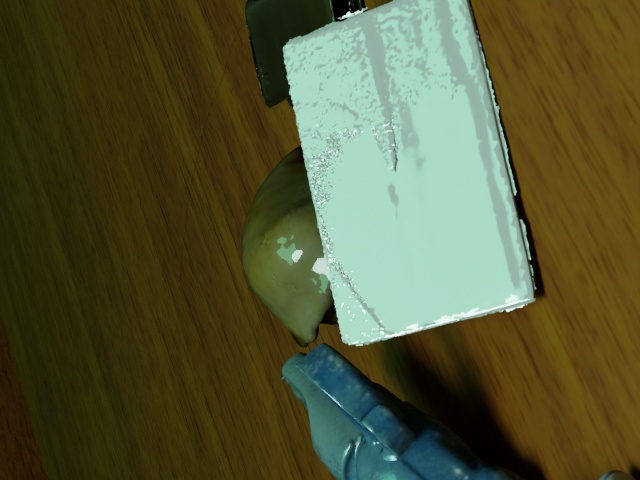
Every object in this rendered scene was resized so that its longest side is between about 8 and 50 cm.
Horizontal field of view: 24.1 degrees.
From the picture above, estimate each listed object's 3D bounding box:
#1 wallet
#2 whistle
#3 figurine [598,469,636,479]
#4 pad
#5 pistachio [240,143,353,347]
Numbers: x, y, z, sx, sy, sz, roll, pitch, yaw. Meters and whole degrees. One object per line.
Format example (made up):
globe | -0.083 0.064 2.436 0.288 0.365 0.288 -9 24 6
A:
wallet | -0.015 -0.176 1.248 0.198 0.031 0.110 165 93 -69
whistle | 0.060 0.159 1.092 0.269 0.093 0.180 39 173 43
figurine | 0.141 0.233 0.892 0.208 0.128 0.184 -61 19 -10
pad | 0.057 -0.053 1.030 0.156 0.004 0.232 -16 81 31
pistachio | 0.000 0.000 1.168 0.210 0.131 0.165 -155 76 -72
